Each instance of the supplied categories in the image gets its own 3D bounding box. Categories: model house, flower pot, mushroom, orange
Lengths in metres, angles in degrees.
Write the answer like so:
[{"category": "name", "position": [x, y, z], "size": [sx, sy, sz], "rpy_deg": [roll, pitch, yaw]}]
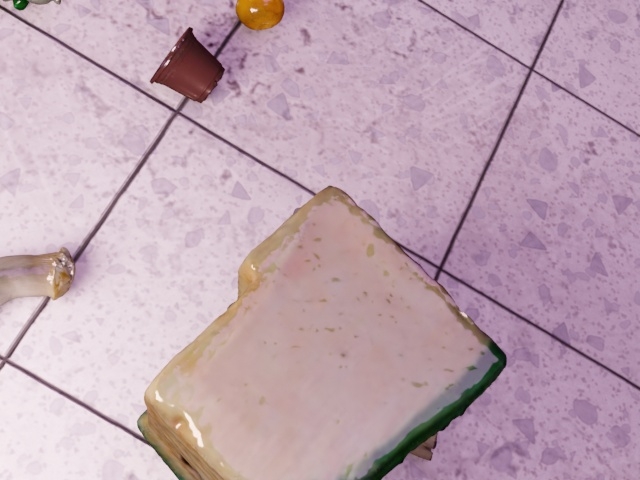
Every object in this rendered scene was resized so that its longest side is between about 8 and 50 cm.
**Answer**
[{"category": "model house", "position": [-0.020, 0.197, 1.458], "size": [0.382, 0.342, 0.334], "rpy_deg": [-41, 79, -20]}, {"category": "flower pot", "position": [-0.207, -0.272, 1.762], "size": [0.089, 0.111, 0.111], "rpy_deg": [36, 57, -14]}, {"category": "mushroom", "position": [-0.444, 0.066, 1.508], "size": [0.223, 0.081, 0.092], "rpy_deg": [-23, 56, -31]}, {"category": "orange", "position": [-0.103, -0.397, 1.871], "size": [0.083, 0.083, 0.070], "rpy_deg": [-8, 82, -24]}]

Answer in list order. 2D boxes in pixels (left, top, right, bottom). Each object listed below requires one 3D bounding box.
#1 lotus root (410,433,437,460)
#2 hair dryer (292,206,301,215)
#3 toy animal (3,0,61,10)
[{"category": "lotus root", "position": [0.139, 0.227, 1.648], "size": [0.135, 0.095, 0.159], "rpy_deg": [26, 97, 6]}, {"category": "hair dryer", "position": [0.000, 0.000, 1.739], "size": [0.114, 0.037, 0.063], "rpy_deg": [27, 60, -15]}, {"category": "toy animal", "position": [-0.514, -0.432, 1.720], "size": [0.236, 0.138, 0.108], "rpy_deg": [9, 30, -1]}]
